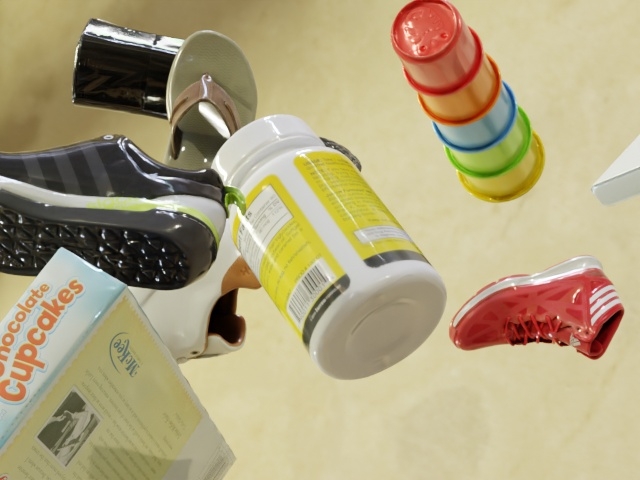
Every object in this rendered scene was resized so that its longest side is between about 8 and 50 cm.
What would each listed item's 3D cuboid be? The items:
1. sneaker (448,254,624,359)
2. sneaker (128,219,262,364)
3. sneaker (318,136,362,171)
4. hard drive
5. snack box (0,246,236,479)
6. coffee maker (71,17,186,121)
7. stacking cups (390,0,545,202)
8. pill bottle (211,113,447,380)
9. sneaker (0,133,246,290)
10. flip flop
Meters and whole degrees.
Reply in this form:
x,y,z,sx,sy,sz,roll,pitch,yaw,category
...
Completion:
x,y,z,sx,sy,sz,roll,pitch,yaw,category
0.281,0.106,1.841,0.221,0.087,0.128,-26,43,-2,sneaker
-0.155,0.100,1.446,0.123,0.106,0.290,42,121,1,sneaker
-0.053,-0.064,2.245,0.109,0.286,0.130,46,141,17,sneaker
0.511,-0.172,1.929,0.307,0.040,0.203,-43,8,-28,hard drive
-0.164,0.159,0.992,0.060,0.322,0.187,28,70,22,snack box
-0.219,-0.213,1.828,0.171,0.178,0.120,-103,23,-83,coffee maker
0.133,-0.136,1.364,0.096,0.316,0.096,-8,67,18,stacking cups
0.000,0.000,1.164,0.119,0.119,0.208,-51,52,21,pill bottle
-0.168,-0.029,1.000,0.084,0.235,0.097,94,-168,-48,sneaker
-0.137,-0.122,1.685,0.080,0.112,0.277,117,167,-66,flip flop
